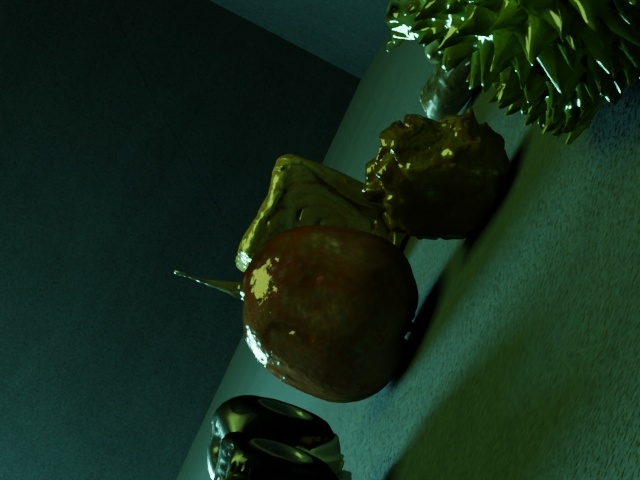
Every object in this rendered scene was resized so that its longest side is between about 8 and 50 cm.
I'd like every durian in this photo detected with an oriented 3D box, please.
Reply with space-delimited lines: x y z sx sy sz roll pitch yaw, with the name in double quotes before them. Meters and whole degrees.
"durian" 0.145 -0.162 1.073 0.169 0.157 0.355 -45 9 14

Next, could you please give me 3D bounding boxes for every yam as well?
"yam" 0.169 -0.214 1.748 0.061 0.061 0.274 -66 4 -37

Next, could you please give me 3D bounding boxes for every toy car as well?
"toy car" -0.039 0.219 1.149 0.301 0.118 0.193 -130 59 -85

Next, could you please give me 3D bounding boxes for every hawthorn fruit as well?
"hawthorn fruit" -0.005 0.057 1.415 0.149 0.189 0.149 -24 62 58

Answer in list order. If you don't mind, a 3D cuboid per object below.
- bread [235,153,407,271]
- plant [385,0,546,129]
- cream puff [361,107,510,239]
"bread" 0.000 0.000 1.812 0.143 0.158 0.149 162 131 -82
"plant" 0.195 -0.210 1.391 0.251 0.180 0.333 -56 37 5
"cream puff" 0.093 -0.054 1.372 0.116 0.122 0.094 -17 36 23
